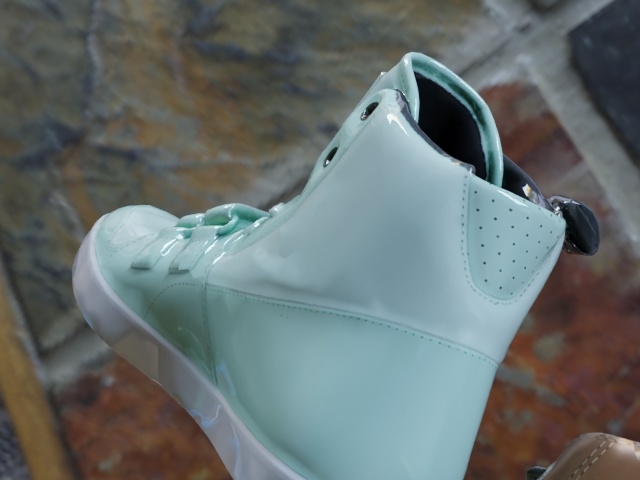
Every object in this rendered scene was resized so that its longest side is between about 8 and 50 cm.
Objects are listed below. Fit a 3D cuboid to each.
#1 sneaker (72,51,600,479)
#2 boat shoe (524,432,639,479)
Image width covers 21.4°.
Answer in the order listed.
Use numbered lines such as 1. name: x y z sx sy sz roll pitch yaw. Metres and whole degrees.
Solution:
1. sneaker: 0.001 0.000 0.615 0.151 0.094 0.256 -62 32 5
2. boat shoe: 0.102 0.118 0.534 0.307 0.110 0.104 -22 57 0
